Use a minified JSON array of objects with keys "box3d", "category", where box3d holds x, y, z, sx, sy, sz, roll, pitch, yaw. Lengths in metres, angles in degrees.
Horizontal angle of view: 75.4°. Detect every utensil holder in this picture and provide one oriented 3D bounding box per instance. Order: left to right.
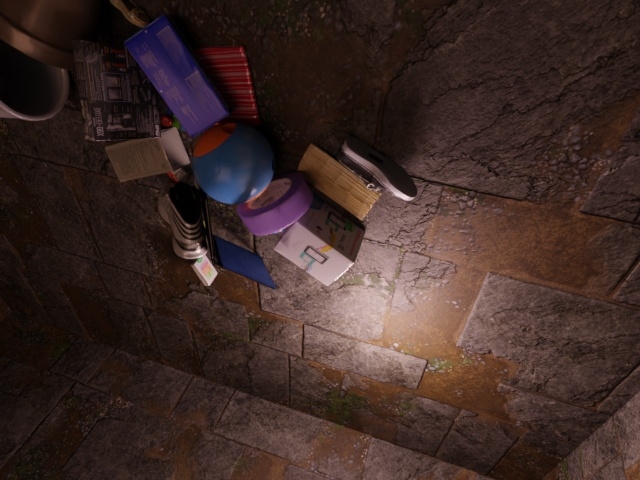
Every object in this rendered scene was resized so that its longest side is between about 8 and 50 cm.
[{"box3d":[-1.223,-0.622,1.547,0.386,0.327,0.327,8,131,20],"category":"utensil holder"}]

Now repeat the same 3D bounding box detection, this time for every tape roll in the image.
[{"box3d":[-0.168,-0.141,1.531,0.275,0.274,0.090,-9,127,30],"category":"tape roll"}]

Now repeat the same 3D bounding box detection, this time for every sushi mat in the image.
[{"box3d":[0.062,-0.214,1.522,0.317,0.019,0.151,36,135,1],"category":"sushi mat"}]

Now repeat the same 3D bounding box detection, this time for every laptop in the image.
[{"box3d":[-0.345,-0.036,1.692,0.236,0.382,0.407,-9,111,-17],"category":"laptop"}]

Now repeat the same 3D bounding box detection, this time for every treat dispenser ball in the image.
[{"box3d":[-0.307,-0.272,1.471,0.288,0.288,0.288,12,132,14],"category":"treat dispenser ball"}]

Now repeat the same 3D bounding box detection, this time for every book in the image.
[{"box3d":[-0.585,0.144,2.086,0.035,0.096,0.144,-6,127,28],"category":"book"}]

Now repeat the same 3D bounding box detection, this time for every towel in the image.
[{"box3d":[-0.322,-0.526,1.437,0.199,0.031,0.274,6,131,18],"category":"towel"}]

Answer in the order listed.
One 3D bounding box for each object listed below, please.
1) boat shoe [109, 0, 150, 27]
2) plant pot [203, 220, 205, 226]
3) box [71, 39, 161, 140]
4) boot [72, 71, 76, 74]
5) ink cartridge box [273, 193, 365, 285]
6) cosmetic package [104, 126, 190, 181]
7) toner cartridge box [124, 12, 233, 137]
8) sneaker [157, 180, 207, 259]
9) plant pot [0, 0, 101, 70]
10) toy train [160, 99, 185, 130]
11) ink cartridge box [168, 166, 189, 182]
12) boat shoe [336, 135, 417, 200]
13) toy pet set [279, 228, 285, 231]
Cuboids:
[{"box3d":[-0.619,-0.759,1.349,0.153,0.056,0.048,43,137,-5],"category":"boat shoe"},{"box3d":[-0.574,-0.063,1.922,0.079,0.083,0.083,-6,126,14],"category":"plant pot"},{"box3d":[-0.677,-0.497,1.400,0.077,0.242,0.307,18,115,36],"category":"box"},{"box3d":[-0.931,-0.693,1.513,0.077,0.213,0.165,-44,66,12],"category":"boot"},{"box3d":[0.000,0.000,1.636,0.270,0.198,0.197,35,133,-9],"category":"ink cartridge box"},{"box3d":[-0.705,-0.347,1.684,0.310,0.113,0.160,-4,114,25],"category":"cosmetic package"},{"box3d":[-0.461,-0.535,1.372,0.165,0.075,0.347,-29,111,9],"category":"toner cartridge box"},{"box3d":[-0.538,-0.159,1.644,0.169,0.447,0.257,-8,134,-28],"category":"sneaker"},{"box3d":[-0.836,-0.754,1.305,0.323,0.323,0.280,39,116,-11],"category":"plant pot"},{"box3d":[-0.473,-0.500,1.484,0.143,0.105,0.248,23,135,-11],"category":"toy train"},{"box3d":[-0.617,-0.287,1.772,0.115,0.029,0.063,-25,115,37],"category":"ink cartridge box"},{"box3d":[0.187,-0.226,1.420,0.306,0.113,0.105,33,140,-3],"category":"boat shoe"},{"box3d":[-0.177,-0.089,1.748,0.122,0.065,0.114,-6,95,16],"category":"toy pet set"}]
